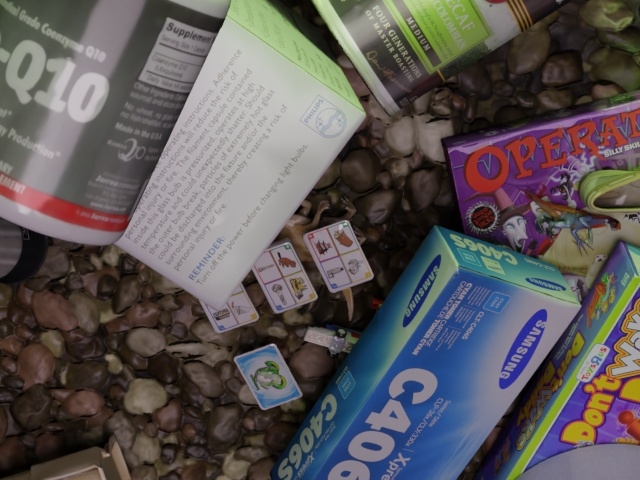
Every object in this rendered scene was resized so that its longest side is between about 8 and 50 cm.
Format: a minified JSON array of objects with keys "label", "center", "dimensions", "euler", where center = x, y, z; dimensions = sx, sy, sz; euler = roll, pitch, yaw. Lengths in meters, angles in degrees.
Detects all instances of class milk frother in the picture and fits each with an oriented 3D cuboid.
[{"label":"milk frother","center":[-0.368,0.010,1.741],"dimensions":[0.129,0.135,0.143],"euler":[42,99,13]}]

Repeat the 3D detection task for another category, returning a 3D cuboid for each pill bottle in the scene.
[{"label":"pill bottle","center":[-0.166,-0.154,1.312],"dimensions":[0.161,0.161,0.283],"euler":[23,101,-14]}]

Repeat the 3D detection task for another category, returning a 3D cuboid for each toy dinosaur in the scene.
[{"label":"toy dinosaur","center":[0.000,0.000,1.834],"dimensions":[0.093,0.053,0.183],"euler":[-34,124,24]},{"label":"toy dinosaur","center":[0.267,-0.022,1.807],"dimensions":[0.082,0.047,0.090],"euler":[-22,101,-17]}]

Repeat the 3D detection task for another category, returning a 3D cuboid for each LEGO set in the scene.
[{"label":"LEGO set","center":[-0.006,0.094,1.859],"dimensions":[0.182,0.060,0.244],"euler":[-20,118,12]}]

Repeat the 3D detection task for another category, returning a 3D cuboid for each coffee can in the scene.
[{"label":"coffee can","center":[0.128,-0.273,1.660],"dimensions":[0.275,0.201,0.201],"euler":[-32,110,6]}]

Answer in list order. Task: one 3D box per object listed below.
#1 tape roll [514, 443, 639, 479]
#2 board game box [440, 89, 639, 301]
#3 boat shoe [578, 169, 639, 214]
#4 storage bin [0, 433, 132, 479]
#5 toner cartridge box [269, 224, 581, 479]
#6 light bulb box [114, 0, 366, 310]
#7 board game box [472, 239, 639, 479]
[{"label":"tape roll","center":[0.309,0.354,1.879],"dimensions":[0.275,0.090,0.274],"euler":[-1,118,-2]},{"label":"board game box","center":[0.316,-0.049,1.846],"dimensions":[0.347,0.056,0.208],"euler":[-14,107,-1]},{"label":"boat shoe","center":[0.344,-0.052,1.797],"dimensions":[0.153,0.048,0.056],"euler":[-4,110,-5]},{"label":"storage bin","center":[-0.312,0.364,1.884],"dimensions":[0.262,0.123,0.260],"euler":[-17,110,0]},{"label":"toner cartridge box","center":[0.105,0.159,1.831],"dimensions":[0.165,0.075,0.348],"euler":[17,118,-31]},{"label":"light bulb box","center":[-0.184,-0.171,1.578],"dimensions":[0.361,0.358,0.225],"euler":[34,101,-15]},{"label":"board game box","center":[0.344,0.195,1.890],"dimensions":[0.233,0.078,0.347],"euler":[21,116,-14]}]
